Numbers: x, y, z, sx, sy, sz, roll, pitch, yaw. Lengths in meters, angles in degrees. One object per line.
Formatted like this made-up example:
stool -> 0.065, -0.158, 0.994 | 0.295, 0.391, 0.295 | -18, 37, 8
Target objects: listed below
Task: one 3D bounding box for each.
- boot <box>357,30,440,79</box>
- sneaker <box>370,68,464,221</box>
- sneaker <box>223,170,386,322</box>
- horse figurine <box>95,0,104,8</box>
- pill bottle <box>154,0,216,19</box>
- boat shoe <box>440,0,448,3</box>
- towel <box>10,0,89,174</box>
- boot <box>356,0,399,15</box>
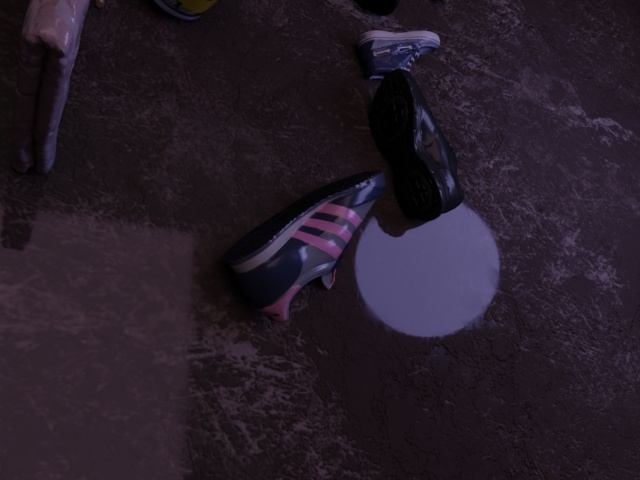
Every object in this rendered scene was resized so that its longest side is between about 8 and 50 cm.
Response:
boot -> 0.161, -0.360, 1.117 | 0.190, 0.069, 0.086 | -10, 85, -25
sneaker -> 0.183, -0.177, 1.048 | 0.130, 0.109, 0.286 | -12, 86, -44
sneaker -> 0.000, 0.000, 0.872 | 0.319, 0.112, 0.131 | -35, 109, -33
horse figurine -> -0.266, -0.451, 0.799 | 0.066, 0.263, 0.174 | 11, 71, -56
pill bottle -> -0.165, -0.434, 0.841 | 0.119, 0.208, 0.119 | 21, 59, -40
boat shoe -> 0.259, -0.587, 1.266 | 0.045, 0.050, 0.135 | 5, 60, -26
towel -> -0.294, -0.276, 0.652 | 0.053, 0.317, 0.332 | 11, 68, -27
boot -> 0.103, -0.598, 1.143 | 0.246, 0.094, 0.207 | 41, 60, -5
